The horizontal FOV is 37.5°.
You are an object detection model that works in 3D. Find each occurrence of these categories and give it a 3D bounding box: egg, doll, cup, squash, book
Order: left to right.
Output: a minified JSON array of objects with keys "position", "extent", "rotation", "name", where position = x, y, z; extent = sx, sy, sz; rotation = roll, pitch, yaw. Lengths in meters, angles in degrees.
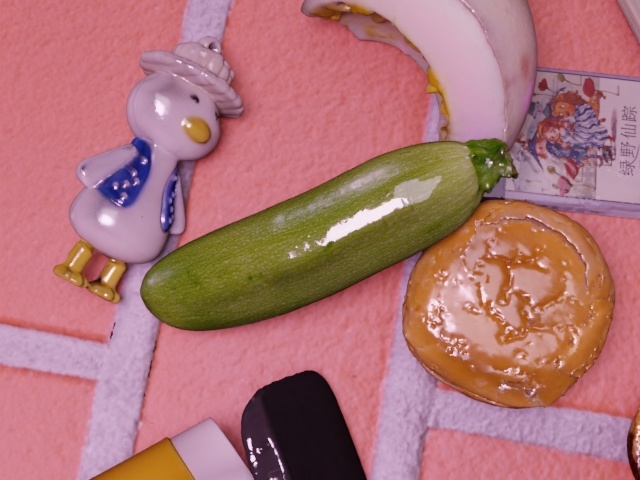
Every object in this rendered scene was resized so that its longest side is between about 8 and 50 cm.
[{"position":[-0.170,-0.080,0.957],"extent":[0.138,0.119,0.293],"rotation":[35,76,-38],"name":"doll"},{"position":[-0.137,0.303,0.846],"extent":[0.226,0.185,0.241],"rotation":[-34,89,-14],"name":"cup"},{"position":[0.000,0.000,0.909],"extent":[0.395,0.107,0.107],"rotation":[-23,78,10],"name":"squash"},{"position":[0.134,-0.215,0.954],"extent":[0.271,0.206,0.162],"rotation":[46,57,6],"name":"egg"},{"position":[0.286,-0.107,1.014],"extent":[0.231,0.026,0.157],"rotation":[6,77,0],"name":"book"}]

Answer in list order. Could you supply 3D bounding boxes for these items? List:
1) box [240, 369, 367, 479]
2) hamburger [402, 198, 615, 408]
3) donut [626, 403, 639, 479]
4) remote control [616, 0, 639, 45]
[{"position":[0.001,0.226,0.858],"extent":[0.042,0.201,0.212],"rotation":[-25,81,17],"name":"box"},{"position":[0.185,0.060,0.940],"extent":[0.214,0.108,0.213],"rotation":[0,82,1],"name":"hamburger"},{"position":[0.386,0.207,0.922],"extent":[0.184,0.073,0.166],"rotation":[0,77,-2],"name":"donut"},{"position":[0.379,-0.234,1.024],"extent":[0.078,0.042,0.221],"rotation":[-18,70,-5],"name":"remote control"}]
